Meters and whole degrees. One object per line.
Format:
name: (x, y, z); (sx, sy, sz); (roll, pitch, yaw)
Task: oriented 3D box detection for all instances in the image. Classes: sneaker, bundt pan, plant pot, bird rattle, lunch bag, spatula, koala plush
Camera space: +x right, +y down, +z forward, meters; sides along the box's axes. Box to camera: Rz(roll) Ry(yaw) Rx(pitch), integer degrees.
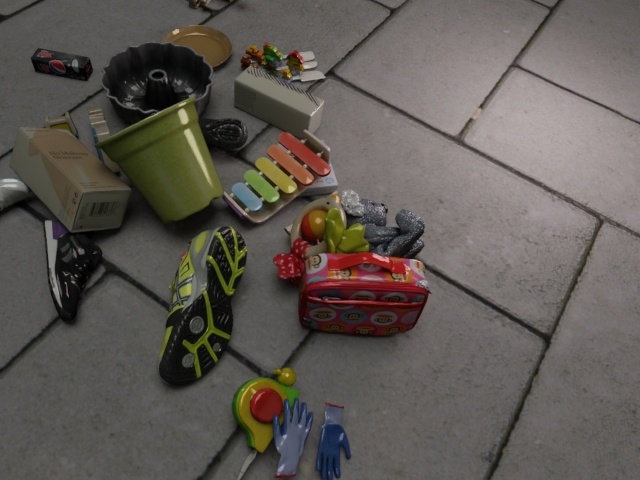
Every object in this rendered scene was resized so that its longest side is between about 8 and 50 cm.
sneaker: (-0.290, 0.152, 1.332); (0.147, 0.145, 0.385); (-6, 56, 39)
bundt pan: (-0.488, -0.455, 1.724); (0.330, 0.124, 0.331); (4, 53, -5)
plant pot: (-0.419, -0.650, 1.931); (0.236, 0.032, 0.236); (4, 53, -5)
plant pot: (-0.381, -0.192, 1.444); (0.276, 0.276, 0.254); (-36, 109, -28)
sneaker: (-0.361, -0.309, 1.632); (0.286, 0.130, 0.109); (6, 95, -23)
bird rattle: (-0.007, -0.003, 1.407); (0.143, 0.253, 0.207); (26, 47, -36)
lunch bag: (0.099, 0.115, 1.316); (0.293, 0.258, 0.120); (3, 54, -6)
spatula: (-0.123, -0.589, 1.941); (0.242, 0.019, 0.168); (-12, 58, -12)
koala plush: (0.128, -0.027, 1.472); (0.203, 0.196, 0.221); (-38, 69, -7)
sneaker: (-0.853, -0.088, 1.441); (0.228, 0.087, 0.092); (-20, 66, -13)
sneaker: (-0.586, 0.055, 1.361); (0.124, 0.107, 0.283); (-9, 56, -21)

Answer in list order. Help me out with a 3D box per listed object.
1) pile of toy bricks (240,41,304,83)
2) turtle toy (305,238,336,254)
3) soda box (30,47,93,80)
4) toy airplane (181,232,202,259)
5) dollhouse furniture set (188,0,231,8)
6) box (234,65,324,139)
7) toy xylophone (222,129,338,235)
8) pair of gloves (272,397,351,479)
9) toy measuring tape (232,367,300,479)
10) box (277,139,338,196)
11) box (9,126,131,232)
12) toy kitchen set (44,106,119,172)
pile of toy bricks: (-0.166, -0.606, 1.874); (0.212, 0.105, 0.118); (25, 58, 13)
turtle toy: (0.000, 0.000, 1.503); (0.095, 0.066, 0.130); (-25, 61, -23)
soda box: (-0.817, -0.556, 1.793); (0.168, 0.053, 0.060); (10, 54, -1)
toy airplane: (-0.273, 0.038, 1.460); (0.151, 0.028, 0.151); (1, 58, -1)
dollhouse furniture set: (-0.369, -0.894, 2.098); (0.182, 0.101, 0.161); (28, 80, 11)
box: (-0.132, -0.427, 1.764); (0.275, 0.113, 0.094); (28, 55, 10)
toy xylophone: (-0.093, -0.155, 1.550); (0.236, 0.081, 0.323); (34, 70, 26)
pair of gloves: (-0.016, 0.413, 1.177); (0.198, 0.023, 0.159); (16, 71, -31)
toy measuring tape: (-0.162, 0.394, 1.173); (0.121, 0.121, 0.330); (30, 63, 13)
box: (-0.041, -0.214, 1.669); (0.145, 0.038, 0.186); (-7, 57, -12)
box: (-0.641, -0.160, 1.447); (0.311, 0.121, 0.148); (38, 26, 23)
toy kitchen set: (-0.675, -0.273, 1.596); (0.166, 0.122, 0.207); (-16, 38, -18)
